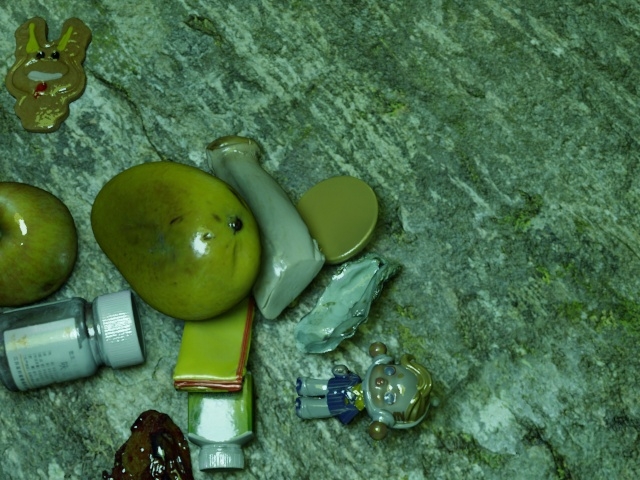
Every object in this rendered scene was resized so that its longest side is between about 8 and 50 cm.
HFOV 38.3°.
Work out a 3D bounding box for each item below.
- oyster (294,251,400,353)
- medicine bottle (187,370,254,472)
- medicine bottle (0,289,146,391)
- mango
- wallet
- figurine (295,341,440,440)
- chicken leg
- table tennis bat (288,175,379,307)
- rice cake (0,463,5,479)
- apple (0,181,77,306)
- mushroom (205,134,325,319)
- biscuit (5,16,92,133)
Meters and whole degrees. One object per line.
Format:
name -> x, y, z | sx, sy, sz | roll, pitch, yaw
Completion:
oyster -> 0.051, 0.129, 1.910 | 0.199, 0.087, 0.252 | -13, 38, 26
medicine bottle -> -0.195, 0.358, 1.817 | 0.132, 0.088, 0.188 | -2, 69, -2
medicine bottle -> -0.495, 0.197, 1.824 | 0.273, 0.165, 0.165 | -10, 71, -6
mango -> -0.301, -0.007, 1.841 | 0.445, 0.220, 0.301 | 16, 102, 42
wallet -> -0.206, 0.205, 1.836 | 0.141, 0.067, 0.241 | 2, 40, 3
figurine -> 0.090, 0.318, 1.831 | 0.274, 0.133, 0.194 | -24, 55, -1
chicken leg -> -0.331, 0.487, 1.777 | 0.177, 0.083, 0.322 | -13, 69, 2
table tennis bat -> 0.000, 0.000, 1.958 | 0.198, 0.050, 0.321 | 24, 76, 30
rice cake -> -0.618, 0.509, 1.760 | 0.052, 0.057, 0.256 | -20, 72, -8
apple -> -0.622, 0.002, 1.849 | 0.264, 0.264, 0.264 | 1, 70, -2
mushroom -> -0.120, -0.046, 1.921 | 0.154, 0.137, 0.407 | -33, 66, 23
biscuit -> -0.620, -0.382, 2.095 | 0.186, 0.044, 0.295 | -2, 70, -1
